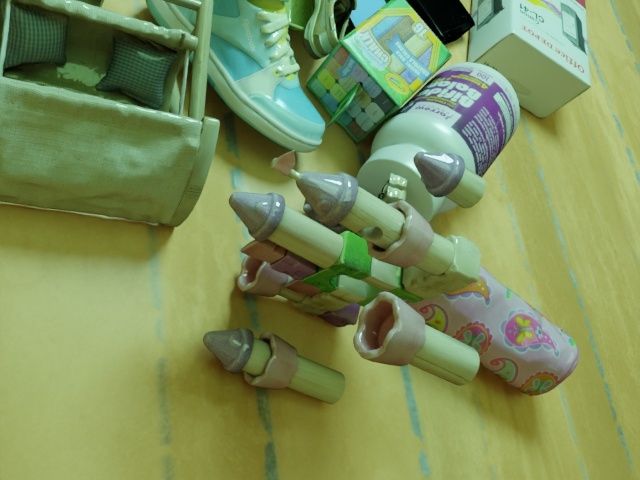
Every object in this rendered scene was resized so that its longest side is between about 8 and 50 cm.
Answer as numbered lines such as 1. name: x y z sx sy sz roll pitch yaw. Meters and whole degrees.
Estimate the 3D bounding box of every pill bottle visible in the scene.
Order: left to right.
1. pill bottle: 0.182 -0.146 0.984 0.169 0.169 0.301 47 51 -5

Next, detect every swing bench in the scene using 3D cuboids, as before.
1. swing bench: -0.261 -0.165 0.710 0.253 0.165 0.254 7 65 -31

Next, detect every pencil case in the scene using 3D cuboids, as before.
1. pencil case: 0.245 0.118 0.935 0.284 0.124 0.124 34 53 -16

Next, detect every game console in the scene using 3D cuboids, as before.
1. game console: 0.136 -0.439 1.178 0.361 0.044 0.213 -34 88 -38

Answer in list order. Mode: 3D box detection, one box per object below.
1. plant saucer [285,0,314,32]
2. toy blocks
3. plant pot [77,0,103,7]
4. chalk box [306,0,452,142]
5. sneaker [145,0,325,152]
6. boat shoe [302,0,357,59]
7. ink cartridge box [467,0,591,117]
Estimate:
1. plant saucer: -0.100 -0.427 1.008 0.188 0.045 0.188 11 69 -29
2. toy blocks: 0.000 0.000 0.718 0.260 0.288 0.309 27 58 -26
3. plant pot: -0.312 -0.385 0.827 0.109 0.109 0.096 28 43 -19
4. chalk box: 0.076 -0.255 0.985 0.132 0.132 0.213 48 57 -5
5. sneaker: -0.067 -0.287 0.854 0.319 0.208 0.127 46 23 -6
6. boat shoe: 0.028 -0.372 1.003 0.068 0.072 0.190 32 58 -44
7. ink cartridge box: 0.437 -0.444 1.321 0.226 0.131 0.306 24 55 -21
